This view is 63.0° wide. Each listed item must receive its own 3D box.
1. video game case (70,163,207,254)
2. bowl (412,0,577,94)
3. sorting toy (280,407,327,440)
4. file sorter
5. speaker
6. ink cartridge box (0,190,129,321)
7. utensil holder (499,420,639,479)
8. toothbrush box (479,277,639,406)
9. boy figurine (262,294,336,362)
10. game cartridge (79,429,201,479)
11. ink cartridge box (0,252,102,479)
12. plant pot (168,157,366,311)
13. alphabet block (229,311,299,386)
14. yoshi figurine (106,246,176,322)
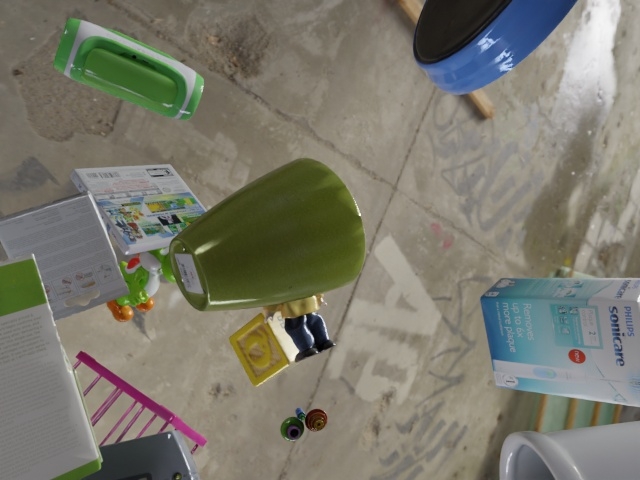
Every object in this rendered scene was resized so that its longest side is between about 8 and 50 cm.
[{"bbox_3d":[-0.489,-0.102,1.498,0.329,0.300,0.036,-15,149,-53],"label":"video game case"},{"bbox_3d":[0.294,-0.433,0.859,0.077,0.391,0.390,25,85,-21],"label":"bowl"},{"bbox_3d":[-0.033,0.379,1.074,0.102,0.042,0.061,-22,98,-11],"label":"sorting toy"},{"bbox_3d":[-0.441,0.416,1.139,0.182,0.291,0.202,-54,154,-25],"label":"file sorter"},{"bbox_3d":[-0.420,-0.374,1.162,0.297,0.131,0.131,18,91,-30],"label":"speaker"},{"bbox_3d":[-0.532,0.034,1.089,0.189,0.066,0.232,-21,114,-15],"label":"ink cartridge box"},{"bbox_3d":[0.528,0.442,0.809,0.386,0.327,0.327,-8,113,-2],"label":"utensil holder"},{"bbox_3d":[0.502,0.195,1.060,0.126,0.296,0.216,-26,107,-47],"label":"toothbrush box"},{"bbox_3d":[-0.071,0.149,1.270,0.177,0.092,0.285,-18,77,-37],"label":"boy figurine"},{"bbox_3d":[-0.235,0.407,0.662,0.196,0.294,0.060,-13,157,0],"label":"game cartridge"},{"bbox_3d":[-0.357,0.149,0.533,0.189,0.097,0.255,-17,108,-30],"label":"ink cartridge box"},{"bbox_3d":[-0.115,0.015,0.971,0.294,0.275,0.274,-23,118,-35],"label":"plant pot"},{"bbox_3d":[-0.151,0.344,1.755,0.192,0.193,0.197,-41,164,30],"label":"alphabet block"},{"bbox_3d":[-0.531,0.129,1.702,0.203,0.203,0.362,20,124,-34],"label":"yoshi figurine"}]
